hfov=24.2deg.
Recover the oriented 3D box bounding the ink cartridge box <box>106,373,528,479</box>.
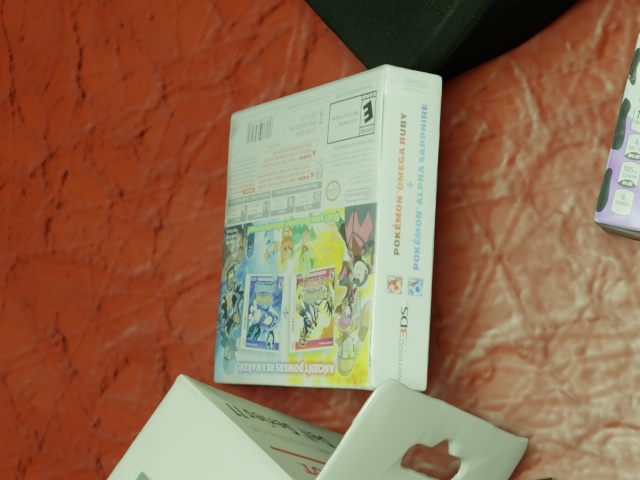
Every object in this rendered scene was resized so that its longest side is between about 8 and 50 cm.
[{"bbox_3d":[-0.051,0.213,0.893,0.119,0.207,0.353,39,95,36],"label":"ink cartridge box"}]

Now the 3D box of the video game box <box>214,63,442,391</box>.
[{"bbox_3d":[0.000,0.000,0.934,0.205,0.048,0.187,-7,76,60],"label":"video game box"}]

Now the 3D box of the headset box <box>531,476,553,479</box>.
[{"bbox_3d":[0.142,0.191,0.935,0.062,0.032,0.083,-12,79,15],"label":"headset box"}]

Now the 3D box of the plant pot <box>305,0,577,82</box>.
[{"bbox_3d":[0.078,-0.200,0.916,0.188,0.187,0.167,49,142,16],"label":"plant pot"}]

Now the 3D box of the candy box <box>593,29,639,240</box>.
[{"bbox_3d":[0.271,-0.084,0.910,0.165,0.070,0.196,13,87,19],"label":"candy box"}]
